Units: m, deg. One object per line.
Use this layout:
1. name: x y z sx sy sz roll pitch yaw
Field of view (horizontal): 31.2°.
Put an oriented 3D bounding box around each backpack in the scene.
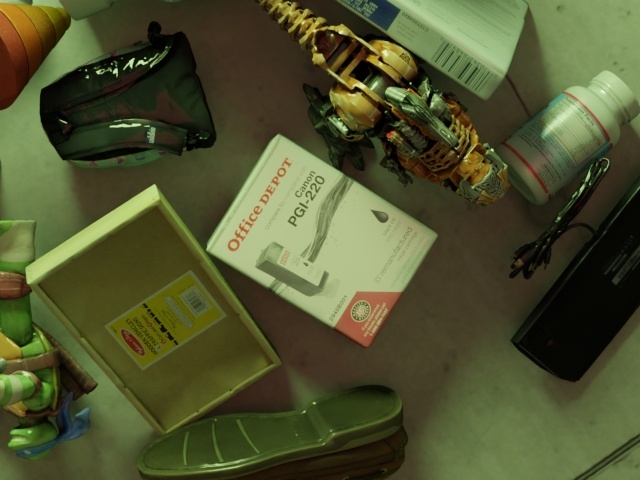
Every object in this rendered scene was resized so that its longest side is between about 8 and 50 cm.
1. backpack: -0.217 -0.142 1.278 0.182 0.115 0.151 -17 82 -1

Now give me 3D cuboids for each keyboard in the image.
1. keyboard: 0.328 0.003 1.329 0.201 0.033 0.317 39 89 -32

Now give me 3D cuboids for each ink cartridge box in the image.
1. ink cartridge box: 0.120 -0.269 1.266 0.223 0.224 0.045 34 124 -3
2. ink cartridge box: 0.000 0.000 1.308 0.218 0.092 0.158 31 90 -2

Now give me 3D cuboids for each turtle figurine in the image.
1. turtle figurine: -0.388 0.115 1.240 0.275 0.198 0.266 -4 88 -6

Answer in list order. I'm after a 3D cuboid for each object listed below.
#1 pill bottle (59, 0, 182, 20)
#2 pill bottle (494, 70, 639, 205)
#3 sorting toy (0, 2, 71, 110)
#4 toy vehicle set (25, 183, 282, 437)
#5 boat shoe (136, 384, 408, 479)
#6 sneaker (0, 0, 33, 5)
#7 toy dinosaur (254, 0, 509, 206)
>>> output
1. pill bottle: -0.112 -0.394 1.214 0.408 0.229 0.229 -25 94 -1
2. pill bottle: 0.286 -0.121 1.320 0.160 0.087 0.087 -39 94 -1
3. sorting toy: -0.382 -0.314 1.190 0.126 0.127 0.365 -35 91 -39
4. toy vehicle set: -0.178 0.086 1.264 0.166 0.035 0.266 -32 122 1
5. boat shoe: -0.048 0.256 1.301 0.308 0.110 0.104 -10 117 -5
6. sneaker: -0.434 -0.360 1.264 0.282 0.099 0.153 22 93 -1
7. toy dinosaur: 0.070 -0.164 1.237 0.164 0.218 0.321 -29 99 -3
